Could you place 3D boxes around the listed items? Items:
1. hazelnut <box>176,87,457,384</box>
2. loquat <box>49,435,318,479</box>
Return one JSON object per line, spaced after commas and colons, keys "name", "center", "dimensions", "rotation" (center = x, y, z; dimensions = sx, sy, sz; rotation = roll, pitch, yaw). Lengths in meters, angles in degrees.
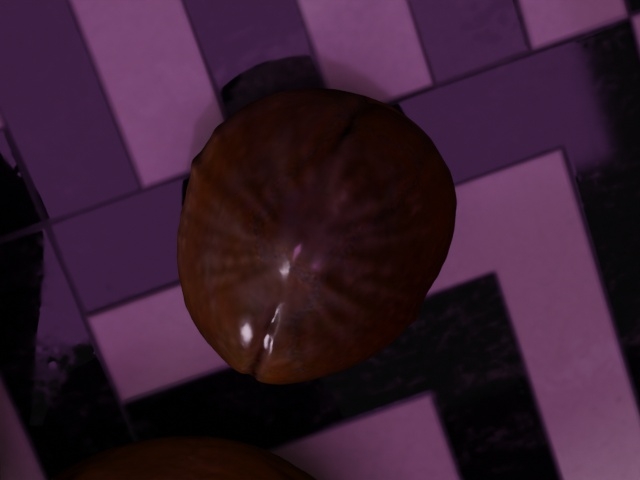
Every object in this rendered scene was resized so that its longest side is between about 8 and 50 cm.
{"name": "hazelnut", "center": [0.000, 0.000, 0.629], "dimensions": [0.150, 0.150, 0.150], "rotation": [-1, 105, -5]}
{"name": "loquat", "center": [-0.067, 0.192, 0.650], "dimensions": [0.234, 0.187, 0.176], "rotation": [19, 114, 14]}
